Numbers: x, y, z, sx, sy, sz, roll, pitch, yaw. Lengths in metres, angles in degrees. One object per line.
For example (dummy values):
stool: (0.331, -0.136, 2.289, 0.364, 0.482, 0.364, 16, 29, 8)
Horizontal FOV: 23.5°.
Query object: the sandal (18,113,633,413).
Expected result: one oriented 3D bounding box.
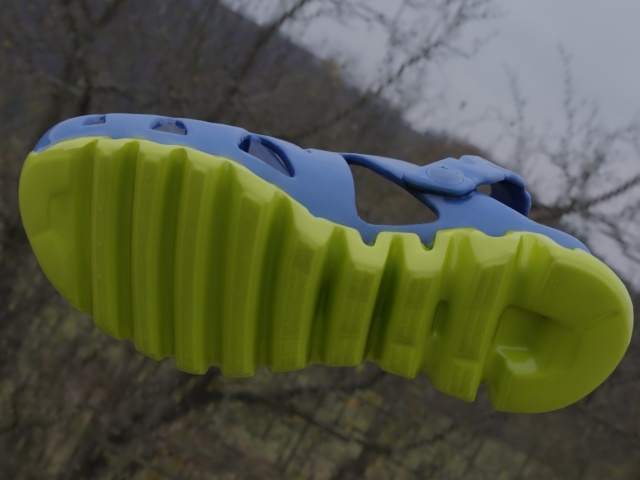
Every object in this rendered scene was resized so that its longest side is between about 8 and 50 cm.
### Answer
sandal: (0.000, 0.000, 0.812, 0.317, 0.126, 0.138, 15, 30, -9)
